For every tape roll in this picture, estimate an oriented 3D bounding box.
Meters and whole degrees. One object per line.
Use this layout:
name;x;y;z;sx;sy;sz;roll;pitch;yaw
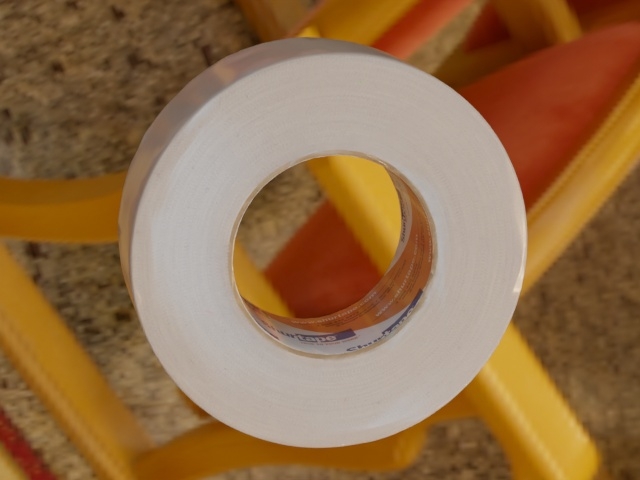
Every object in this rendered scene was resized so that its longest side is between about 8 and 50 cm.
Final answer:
tape roll;0.000;0.000;0.982;0.219;0.072;0.219;-3;105;-12
